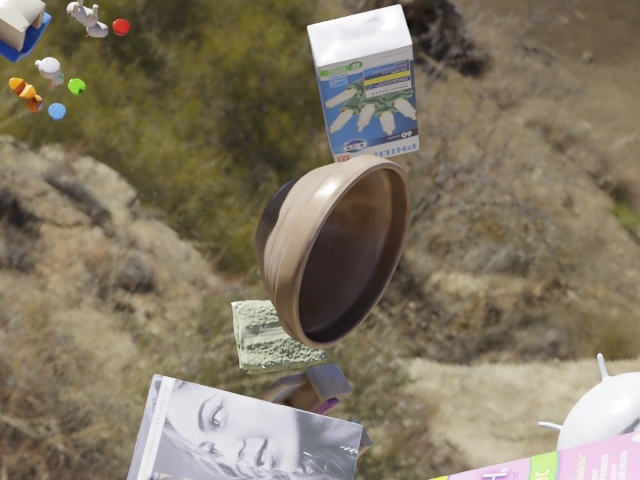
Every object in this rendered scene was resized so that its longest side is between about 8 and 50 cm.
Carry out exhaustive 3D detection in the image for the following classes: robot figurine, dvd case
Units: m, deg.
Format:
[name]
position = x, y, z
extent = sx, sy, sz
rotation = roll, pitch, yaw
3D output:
[robot figurine]
position = 0.443, 0.308, 1.628
extent = 0.353, 0.300, 0.200
rotation = 44, 0, 23
[dvd case]
position = -0.078, 0.235, 1.280
extent = 0.221, 0.018, 0.164
rotation = 14, 62, -5

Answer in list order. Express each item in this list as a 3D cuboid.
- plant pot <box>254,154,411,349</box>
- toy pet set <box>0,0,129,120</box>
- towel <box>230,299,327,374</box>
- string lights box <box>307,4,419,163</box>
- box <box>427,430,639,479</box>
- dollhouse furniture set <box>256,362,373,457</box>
[plant pot]
position = 0.000, 0.000, 1.519
extent = 0.110, 0.237, 0.237
rotation = 25, 18, 28
[toy pet set]
position = -0.255, -0.170, 1.177
extent = 0.114, 0.065, 0.122
rotation = 34, 63, -3
[towel]
position = -0.060, 0.137, 1.887
extent = 0.148, 0.027, 0.110
rotation = -2, 74, -33
[string lights box]
position = 0.066, -0.214, 1.843
extent = 0.259, 0.133, 0.077
rotation = 77, 0, -60
[box]
position = 0.169, 0.255, 0.934
extent = 0.117, 0.243, 0.213
rotation = 65, 23, -15
[dollhouse furniture set]
position = -0.051, 0.369, 1.670
extent = 0.198, 0.286, 0.303
rotation = -4, 58, -54
